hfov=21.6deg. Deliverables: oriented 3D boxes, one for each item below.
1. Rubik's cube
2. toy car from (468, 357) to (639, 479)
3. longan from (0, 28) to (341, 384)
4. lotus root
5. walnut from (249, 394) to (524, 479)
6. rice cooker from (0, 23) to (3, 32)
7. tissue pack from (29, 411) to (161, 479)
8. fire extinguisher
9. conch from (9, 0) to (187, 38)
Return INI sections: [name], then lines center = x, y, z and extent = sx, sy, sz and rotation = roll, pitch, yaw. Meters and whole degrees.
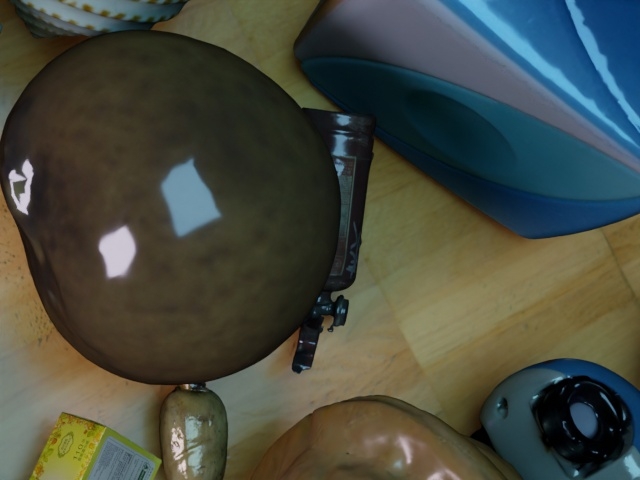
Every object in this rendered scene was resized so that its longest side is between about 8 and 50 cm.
[Rubik's cube]
center = 0.221, -0.236, 1.589
extent = 0.351, 0.347, 0.352
rotation = 34, 74, -9
[toy car]
center = 0.272, 0.225, 1.622
extent = 0.190, 0.188, 0.255
rotation = -29, 82, -40
[longan]
center = -0.133, -0.030, 1.478
extent = 0.319, 0.319, 0.319
rotation = 3, 81, -16
[lotus root]
center = -0.117, 0.182, 1.568
extent = 0.063, 0.072, 0.152
rotation = -4, 88, 26
[walnut]
center = 0.078, 0.347, 1.479
extent = 0.383, 0.383, 0.384
rotation = 3, 81, -16
[rice cooker]
center = -0.417, -0.173, 1.456
extent = 0.244, 0.226, 0.226
rotation = 27, 75, -9
[tissue pack]
center = -0.224, 0.254, 1.508
extent = 0.095, 0.062, 0.176
rotation = 41, 66, -50
[fire extinguisher]
center = -0.006, -0.001, 1.607
extent = 0.075, 0.106, 0.252
rotation = 10, 94, 27
[conch]
center = -0.199, -0.340, 1.544
extent = 0.303, 0.215, 0.319
rotation = 33, 80, 26
